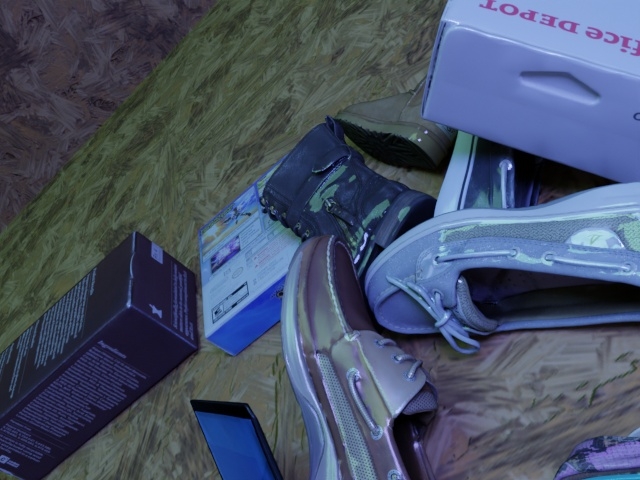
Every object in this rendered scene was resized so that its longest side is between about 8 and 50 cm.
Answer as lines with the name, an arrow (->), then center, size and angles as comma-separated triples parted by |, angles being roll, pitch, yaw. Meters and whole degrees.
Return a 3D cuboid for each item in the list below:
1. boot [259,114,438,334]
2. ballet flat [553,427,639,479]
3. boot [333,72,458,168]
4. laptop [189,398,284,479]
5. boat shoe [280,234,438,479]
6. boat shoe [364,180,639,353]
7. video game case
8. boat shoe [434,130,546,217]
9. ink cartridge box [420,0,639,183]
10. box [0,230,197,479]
boot -> 0.000, 0.000, 0.845 | 0.229, 0.091, 0.263 | 36, 91, 42
ballet flat -> 0.259, 0.143, 0.466 | 0.221, 0.077, 0.079 | -17, 24, 42
boot -> 0.166, -0.221, 0.960 | 0.269, 0.089, 0.236 | -51, 35, -8
laptop -> -0.100, 0.288, 0.623 | 0.264, 0.136, 0.234 | -61, 12, -20
boat shoe -> 0.048, 0.142, 0.638 | 0.116, 0.123, 0.324 | -19, 67, 20
boat shoe -> 0.170, 0.039, 0.640 | 0.320, 0.118, 0.103 | -13, 42, 35
video game case -> -0.054, -0.008, 1.017 | 0.269, 0.061, 0.244 | -39, 35, 17
boat shoe -> 0.205, -0.117, 0.765 | 0.105, 0.113, 0.306 | -2, 57, 42
ink cartridge box -> 0.247, -0.229, 0.697 | 0.226, 0.131, 0.306 | 20, 60, 9
box -> -0.370, 0.183, 1.136 | 0.381, 0.143, 0.191 | -41, 32, 17
